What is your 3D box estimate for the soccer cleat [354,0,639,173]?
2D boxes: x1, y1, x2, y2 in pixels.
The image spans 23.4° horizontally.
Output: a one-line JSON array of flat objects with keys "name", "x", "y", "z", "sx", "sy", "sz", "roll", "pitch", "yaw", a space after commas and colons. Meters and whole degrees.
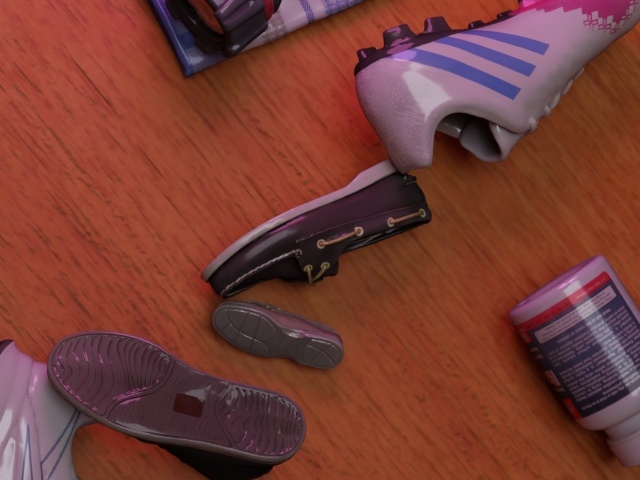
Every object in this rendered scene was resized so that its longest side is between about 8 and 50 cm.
[{"name": "soccer cleat", "x": 0.182, "y": -0.153, "z": 1.461, "sx": 0.331, "sy": 0.116, "sz": 0.143, "roll": -19, "pitch": 88, "yaw": -25}]

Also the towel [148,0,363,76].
[{"name": "towel", "x": -0.051, "y": -0.300, "z": 1.477, "sx": 0.285, "sy": 0.034, "sz": 0.209, "roll": -27, "pitch": 89, "yaw": -17}]

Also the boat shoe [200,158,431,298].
[{"name": "boat shoe", "x": 0.000, "y": 0.000, "z": 1.398, "sx": 0.227, "sy": 0.081, "sz": 0.069, "roll": -29, "pitch": 83, "yaw": -22}]

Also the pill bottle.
[{"name": "pill bottle", "x": 0.265, "y": 0.115, "z": 1.434, "sx": 0.108, "sy": 0.108, "sz": 0.180, "roll": -32, "pitch": 88, "yaw": -20}]

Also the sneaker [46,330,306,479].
[{"name": "sneaker", "x": -0.130, "y": 0.153, "z": 1.311, "sx": 0.222, "sy": 0.118, "sz": 0.083, "roll": 21, "pitch": 62, "yaw": -5}]

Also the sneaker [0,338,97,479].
[{"name": "sneaker", "x": -0.260, "y": 0.234, "z": 1.264, "sx": 0.129, "sy": 0.111, "sz": 0.297, "roll": 22, "pitch": 74, "yaw": -17}]

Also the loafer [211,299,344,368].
[{"name": "loafer", "x": -0.039, "y": 0.081, "z": 1.397, "sx": 0.125, "sy": 0.039, "sz": 0.045, "roll": 20, "pitch": 116, "yaw": -10}]

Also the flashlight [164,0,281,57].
[{"name": "flashlight", "x": -0.008, "y": -0.297, "z": 1.420, "sx": 0.304, "sy": 0.103, "sz": 0.103, "roll": -42, "pitch": 120, "yaw": -18}]
